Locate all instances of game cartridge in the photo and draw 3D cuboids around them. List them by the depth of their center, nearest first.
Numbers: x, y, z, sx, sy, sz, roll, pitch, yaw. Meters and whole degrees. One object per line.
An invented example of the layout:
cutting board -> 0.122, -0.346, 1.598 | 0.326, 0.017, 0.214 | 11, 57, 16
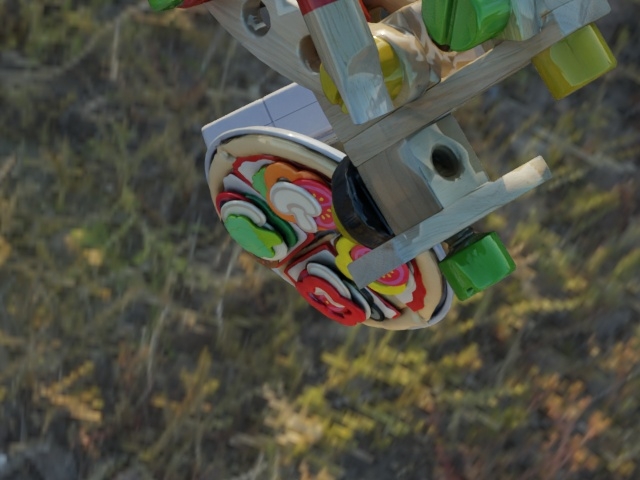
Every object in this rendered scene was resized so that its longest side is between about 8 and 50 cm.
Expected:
game cartridge -> 0.043, -0.133, 1.766 | 0.297, 0.198, 0.062 | -24, 93, 3

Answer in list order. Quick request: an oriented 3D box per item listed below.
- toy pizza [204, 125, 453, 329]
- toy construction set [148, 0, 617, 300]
toy pizza -> 0.000, 0.000, 1.377 | 0.201, 0.201, 0.032 | 32, 63, 7
toy construction set -> 0.049, -0.087, 0.937 | 0.257, 0.309, 0.237 | -22, 91, 23
